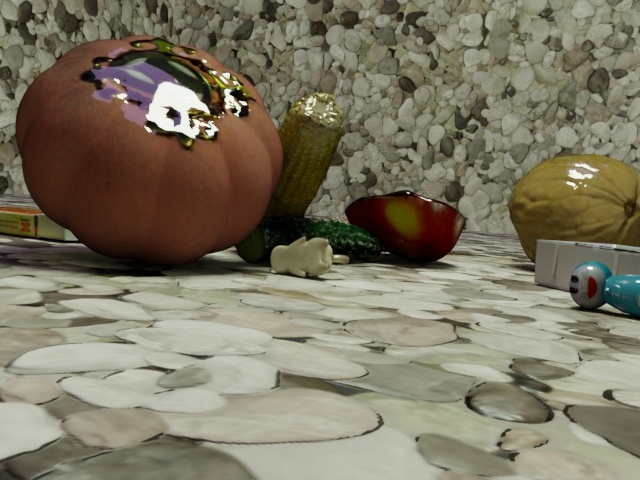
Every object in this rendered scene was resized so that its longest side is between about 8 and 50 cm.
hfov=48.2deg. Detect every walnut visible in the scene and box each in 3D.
[{"bbox_3d":[0.422,-0.041,1.180,0.228,0.228,0.228,5,4,0],"label":"walnut"}]

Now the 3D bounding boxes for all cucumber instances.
[{"bbox_3d":[0.000,0.000,1.008,0.067,0.068,0.293,8,4,39],"label":"cucumber"}]

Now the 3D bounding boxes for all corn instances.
[{"bbox_3d":[-0.046,-0.079,0.986,0.097,0.097,0.320,4,-32,-19],"label":"corn"}]

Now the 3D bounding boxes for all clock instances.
[{"bbox_3d":[0.385,0.039,0.898,0.150,0.063,0.197,3,4,-24],"label":"clock"}]

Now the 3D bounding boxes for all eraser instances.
[{"bbox_3d":[-0.412,-0.027,1.091,0.230,0.038,0.157,6,3,28],"label":"eraser"}]

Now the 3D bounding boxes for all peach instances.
[{"bbox_3d":[0.127,-0.007,1.152,0.189,0.068,0.279,13,-15,4],"label":"peach"}]

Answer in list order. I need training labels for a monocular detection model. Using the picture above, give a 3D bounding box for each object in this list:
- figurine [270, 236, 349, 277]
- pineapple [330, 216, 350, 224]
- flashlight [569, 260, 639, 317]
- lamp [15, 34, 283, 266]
[{"bbox_3d":[-0.013,0.024,0.831,0.083,0.047,0.050,-1,-15,31],"label":"figurine"},{"bbox_3d":[0.068,-0.003,1.350,0.124,0.058,0.058,22,11,25],"label":"pineapple"},{"bbox_3d":[0.313,0.052,0.717,0.129,0.051,0.051,11,7,40],"label":"flashlight"},{"bbox_3d":[-0.199,-0.095,0.844,0.305,0.240,0.305,16,41,-14],"label":"lamp"}]
